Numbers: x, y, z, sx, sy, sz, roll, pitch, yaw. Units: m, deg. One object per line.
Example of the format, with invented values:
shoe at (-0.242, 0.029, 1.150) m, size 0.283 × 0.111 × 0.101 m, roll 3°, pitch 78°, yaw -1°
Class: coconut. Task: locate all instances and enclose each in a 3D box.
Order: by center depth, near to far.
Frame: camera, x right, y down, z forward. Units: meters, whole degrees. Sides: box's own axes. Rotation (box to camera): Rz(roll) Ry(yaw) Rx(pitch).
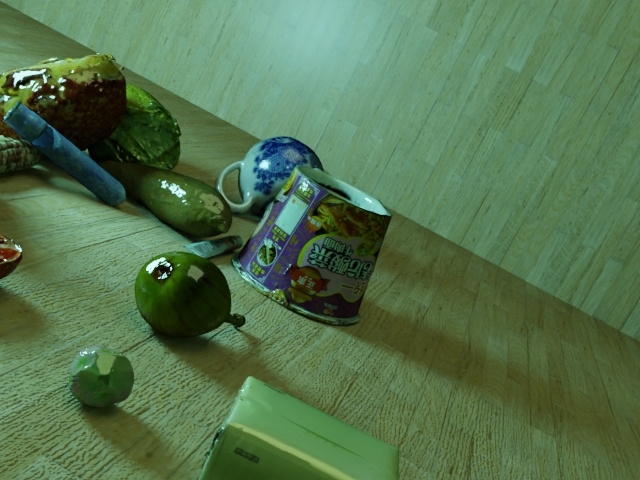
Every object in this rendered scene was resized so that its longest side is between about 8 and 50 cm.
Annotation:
coconut at (-0.286, 0.177, 1.067) m, size 0.083 × 0.082 × 0.081 m, roll 66°, pitch -19°, yaw -7°

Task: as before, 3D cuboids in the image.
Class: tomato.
tomato at (-0.526, 0.023, 1.203) m, size 0.155 × 0.069 × 0.155 m, roll 28°, pitch 14°, yaw -8°

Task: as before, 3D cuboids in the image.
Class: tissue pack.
tissue pack at (-0.025, 0.289, 1.028) m, size 0.234 × 0.125 × 0.159 m, roll 26°, pitch 13°, yaw 0°

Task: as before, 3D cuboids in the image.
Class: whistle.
whistle at (-0.553, -0.184, 1.802) m, size 0.304 × 0.062 × 0.062 m, roll 43°, pitch 5°, yaw -27°

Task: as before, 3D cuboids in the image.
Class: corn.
corn at (-0.655, -0.177, 1.727) m, size 0.079 × 0.079 × 0.237 m, roll 28°, pitch 8°, yaw 4°

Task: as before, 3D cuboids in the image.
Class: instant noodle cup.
instant noodle cup at (0.000, 0.000, 1.884) m, size 0.340 × 0.266 × 0.340 m, roll 26°, pitch 14°, yaw -7°

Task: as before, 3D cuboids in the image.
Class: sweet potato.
sweet potato at (-0.369, -0.110, 1.928) m, size 0.422 × 0.130 × 0.130 m, roll 25°, pitch 11°, yaw 23°

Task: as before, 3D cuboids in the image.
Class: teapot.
teapot at (-0.106, -0.147, 2.362) m, size 0.424 × 0.252 × 0.280 m, roll -5°, pitch 67°, yaw -32°

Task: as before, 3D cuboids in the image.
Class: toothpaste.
toothpaste at (-0.240, 0.015, 1.870) m, size 0.056 × 0.036 × 0.205 m, roll 32°, pitch 18°, yaw 16°

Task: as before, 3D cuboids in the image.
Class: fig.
fig at (-0.205, 0.124, 1.414) m, size 0.151 × 0.151 × 0.259 m, roll 39°, pitch -9°, yaw 43°

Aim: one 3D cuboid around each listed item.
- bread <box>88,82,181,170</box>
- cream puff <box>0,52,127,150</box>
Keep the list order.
bread at (-0.520, -0.311, 2.239) m, size 0.251 × 0.208 × 0.376 m, roll 25°, pitch 9°, yaw -28°
cream puff at (-0.610, -0.314, 1.940) m, size 0.350 × 0.229 × 0.350 m, roll -9°, pitch 16°, yaw 3°
